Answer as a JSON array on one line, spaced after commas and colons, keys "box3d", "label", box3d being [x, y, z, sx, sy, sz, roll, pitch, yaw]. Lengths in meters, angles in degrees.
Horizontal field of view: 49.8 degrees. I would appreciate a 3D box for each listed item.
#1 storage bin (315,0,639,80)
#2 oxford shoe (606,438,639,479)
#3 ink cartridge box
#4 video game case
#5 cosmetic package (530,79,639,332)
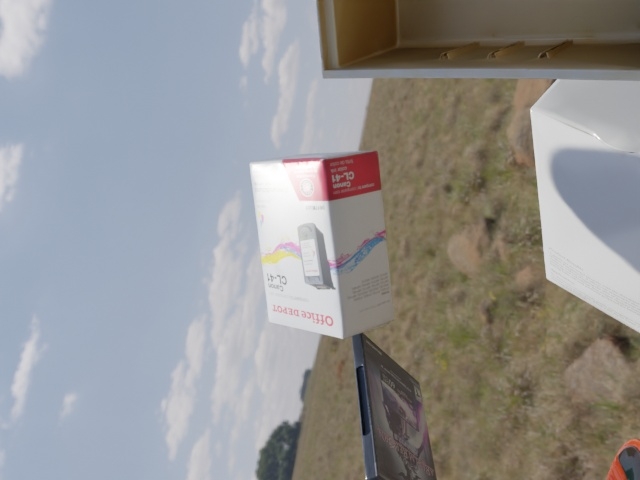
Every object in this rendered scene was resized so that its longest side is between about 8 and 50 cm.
[{"box3d": [0.131, -0.259, 0.500, 0.123, 0.262, 0.260, -34, -55, -49], "label": "storage bin"}, {"box3d": [0.294, 0.319, 0.625, 0.097, 0.098, 0.271, -75, -1, -76], "label": "oxford shoe"}, {"box3d": [0.000, 0.000, 1.222, 0.226, 0.131, 0.306, 4, 103, 50], "label": "ink cartridge box"}, {"box3d": [0.126, 0.307, 1.144, 0.196, 0.026, 0.274, 44, -154, -33], "label": "video game case"}, {"box3d": [0.375, -0.046, 0.799, 0.155, 0.197, 0.365, -46, -34, -13], "label": "cosmetic package"}]
